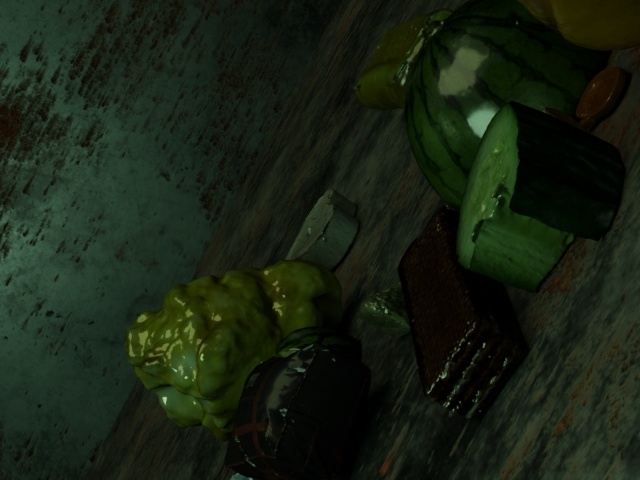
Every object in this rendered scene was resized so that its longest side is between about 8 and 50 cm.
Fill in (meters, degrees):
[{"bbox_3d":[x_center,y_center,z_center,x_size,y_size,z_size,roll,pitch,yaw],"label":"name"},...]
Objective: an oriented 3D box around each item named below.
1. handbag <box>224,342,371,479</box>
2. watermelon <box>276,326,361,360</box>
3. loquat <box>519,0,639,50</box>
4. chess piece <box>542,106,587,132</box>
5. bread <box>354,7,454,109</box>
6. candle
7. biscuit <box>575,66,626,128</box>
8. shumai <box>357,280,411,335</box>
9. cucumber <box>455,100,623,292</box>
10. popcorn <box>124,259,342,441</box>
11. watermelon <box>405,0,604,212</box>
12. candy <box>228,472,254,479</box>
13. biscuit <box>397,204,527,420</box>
[{"bbox_3d":[-0.035,0.242,1.862,0.215,0.155,0.169,-31,40,64],"label":"handbag"},{"bbox_3d":[0.014,0.177,2.066,0.135,0.125,0.094,-22,-65,-64],"label":"watermelon"},{"bbox_3d":[0.321,-0.355,1.507,0.284,0.276,0.276,-50,16,34],"label":"loquat"},{"bbox_3d":[0.246,-0.071,1.649,0.172,0.060,0.060,-60,12,20],"label":"chess piece"},{"bbox_3d":[0.160,-0.294,2.367,0.166,0.112,0.383,-60,11,-3],"label":"bread"},{"bbox_3d":[0.000,0.000,2.478,0.168,0.068,0.192,-54,12,17],"label":"candle"},{"bbox_3d":[0.325,-0.164,1.617,0.078,0.015,0.091,-64,12,-3],"label":"biscuit"},{"bbox_3d":[0.100,0.081,1.872,0.083,0.082,0.080,-1,57,49],"label":"shumai"},{"bbox_3d":[0.226,-0.049,1.514,0.191,0.130,0.191,-62,9,17],"label":"cucumber"},{"bbox_3d":[-0.143,0.160,2.215,0.334,0.293,0.292,-17,41,56],"label":"popcorn"},{"bbox_3d":[0.213,-0.204,1.799,0.331,0.189,0.330,-157,90,-81],"label":"watermelon"},{"bbox_3d":[-0.130,0.405,2.063,0.331,0.077,0.187,-55,2,-12],"label":"candy"},{"bbox_3d":[0.159,0.072,1.641,0.107,0.073,0.388,-57,13,17],"label":"biscuit"}]
